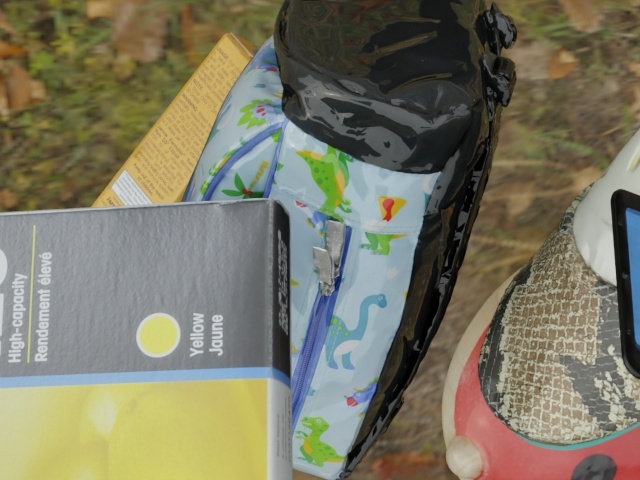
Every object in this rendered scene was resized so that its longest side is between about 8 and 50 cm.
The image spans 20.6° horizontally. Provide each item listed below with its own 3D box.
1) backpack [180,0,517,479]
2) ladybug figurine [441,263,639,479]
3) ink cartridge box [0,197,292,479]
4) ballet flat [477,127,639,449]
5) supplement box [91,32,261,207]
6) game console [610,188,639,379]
[{"bbox_3d":[0.000,0.000,1.295,0.273,0.290,0.355,3,119,3],"label":"backpack"},{"bbox_3d":[0.326,0.135,1.784,0.449,0.162,0.305,-28,93,-22],"label":"ladybug figurine"},{"bbox_3d":[-0.169,0.131,1.069,0.307,0.072,0.303,-4,77,9],"label":"ink cartridge box"},{"bbox_3d":[0.298,-0.041,1.204,0.164,0.483,0.182,42,147,34],"label":"ballet flat"},{"bbox_3d":[-0.109,-0.064,1.533,0.233,0.078,0.080,-53,55,14],"label":"supplement box"},{"bbox_3d":[0.224,0.025,0.963,0.107,0.071,0.122,-14,54,23],"label":"game console"}]
